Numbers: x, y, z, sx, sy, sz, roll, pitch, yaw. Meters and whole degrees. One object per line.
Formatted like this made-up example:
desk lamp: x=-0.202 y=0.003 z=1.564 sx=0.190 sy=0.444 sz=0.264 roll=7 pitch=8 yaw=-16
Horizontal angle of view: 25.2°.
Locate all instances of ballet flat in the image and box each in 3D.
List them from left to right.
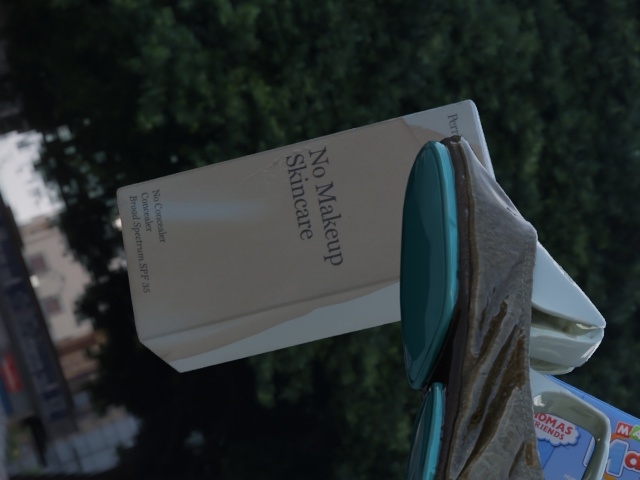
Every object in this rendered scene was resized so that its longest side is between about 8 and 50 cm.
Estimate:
ballet flat: x=0.108 y=0.083 z=0.840 sx=0.116 sy=0.124 sz=0.342 roll=110 pitch=-11 yaw=-46

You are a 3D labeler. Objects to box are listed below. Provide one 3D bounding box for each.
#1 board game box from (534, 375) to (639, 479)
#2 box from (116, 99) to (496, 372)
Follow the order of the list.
board game box: x=0.170 y=0.213 z=1.012 sx=0.160 sy=0.211 sz=0.039 roll=26 pitch=-22 yaw=19
box: x=0.000 y=0.000 z=1.213 sx=0.121 sy=0.311 sz=0.148 roll=57 pitch=19 yaw=-68
